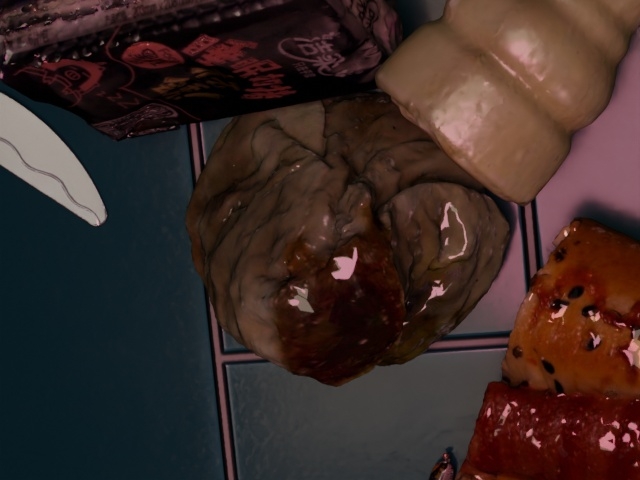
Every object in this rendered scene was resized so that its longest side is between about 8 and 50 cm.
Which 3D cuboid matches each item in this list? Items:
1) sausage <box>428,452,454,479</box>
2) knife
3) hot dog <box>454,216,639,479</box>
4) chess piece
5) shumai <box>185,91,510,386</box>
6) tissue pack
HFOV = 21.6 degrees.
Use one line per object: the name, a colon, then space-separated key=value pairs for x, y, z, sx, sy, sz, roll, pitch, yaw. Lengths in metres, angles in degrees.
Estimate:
sausage: x=0.102 y=0.308 z=1.713 sx=0.025 sy=0.028 sz=0.198 roll=23 pitch=103 yaw=36
knife: x=-0.357 y=-0.123 z=1.753 sx=0.331 sy=0.044 sz=0.080 roll=28 pitch=95 yaw=1
hot dog: x=0.316 y=0.207 z=1.520 sx=0.365 sy=0.196 sz=0.367 roll=24 pitch=102 yaw=26
chess piece: x=0.252 y=-0.250 z=1.490 sx=0.234 sy=0.234 sz=0.442 roll=42 pitch=97 yaw=4
shumai: x=0.000 y=0.000 z=1.576 sx=0.309 sy=0.263 sz=0.304 roll=-41 pitch=89 yaw=13
tissue pack: x=-0.105 y=-0.192 z=1.558 sx=0.332 sy=0.245 sz=0.123 roll=-11 pitch=72 yaw=20
